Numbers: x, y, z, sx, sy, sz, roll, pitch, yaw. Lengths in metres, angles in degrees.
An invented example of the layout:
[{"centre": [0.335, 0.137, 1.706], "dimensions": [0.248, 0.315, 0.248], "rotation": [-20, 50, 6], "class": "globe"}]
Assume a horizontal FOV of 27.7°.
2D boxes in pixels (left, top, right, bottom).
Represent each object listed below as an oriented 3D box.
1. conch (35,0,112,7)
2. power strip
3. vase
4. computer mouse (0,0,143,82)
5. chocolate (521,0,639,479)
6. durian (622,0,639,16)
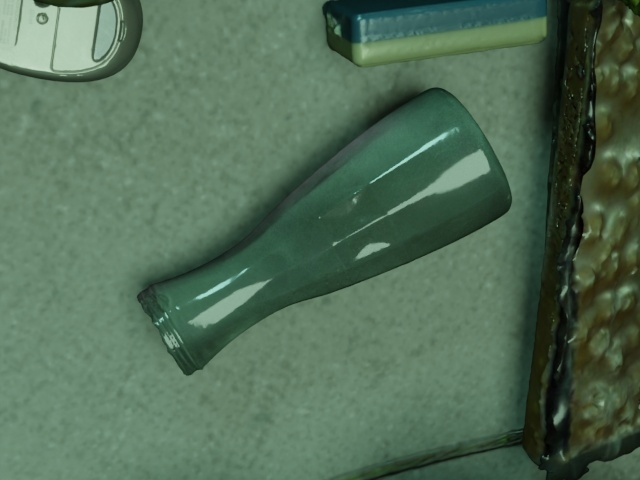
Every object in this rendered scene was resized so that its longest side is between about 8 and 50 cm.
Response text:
[{"centre": [-0.125, -0.172, 0.613], "dimensions": [0.173, 0.106, 0.116], "rotation": [40, 61, 6], "class": "conch"}, {"centre": [0.064, -0.125, 0.747], "dimensions": [0.123, 0.056, 0.032], "rotation": [-10, 111, -17], "class": "power strip"}, {"centre": [0.000, 0.000, 0.753], "dimensions": [0.214, 0.086, 0.086], "rotation": [-31, 115, -4], "class": "vase"}, {"centre": [-0.141, -0.118, 0.681], "dimensions": [0.096, 0.039, 0.066], "rotation": [8, 103, -15], "class": "computer mouse"}, {"centre": [0.174, -0.006, 0.827], "dimensions": [0.102, 0.065, 0.329], "rotation": [-12, 112, -32], "class": "chocolate"}, {"centre": [0.136, -0.254, 0.690], "dimensions": [0.106, 0.132, 0.375], "rotation": [-37, 100, -5], "class": "durian"}]
